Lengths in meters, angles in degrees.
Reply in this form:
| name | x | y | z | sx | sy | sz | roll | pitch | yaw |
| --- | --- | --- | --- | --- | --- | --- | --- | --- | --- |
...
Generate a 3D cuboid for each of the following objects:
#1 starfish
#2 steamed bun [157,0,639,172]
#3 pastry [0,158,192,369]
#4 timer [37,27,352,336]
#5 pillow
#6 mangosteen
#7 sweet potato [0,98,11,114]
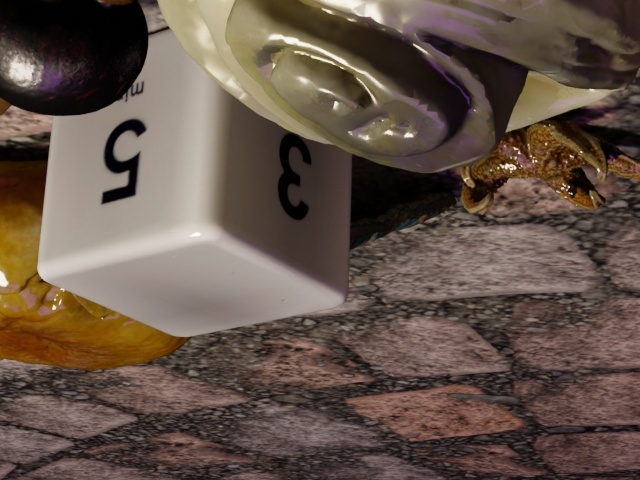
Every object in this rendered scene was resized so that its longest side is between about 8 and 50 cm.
| name | x | y | z | sx | sy | sz | roll | pitch | yaw |
| --- | --- | --- | --- | --- | --- | --- | --- | --- | --- |
| starfish | 0.212 | -0.064 | 1.440 | 0.190 | 0.074 | 0.146 | 1 | 160 | 1 |
| steamed bun | 0.053 | -0.157 | 0.985 | 0.347 | 0.237 | 0.394 | 5 | 157 | -4 |
| pastry | -0.280 | 0.035 | 1.620 | 0.356 | 0.164 | 0.356 | -1 | 160 | 0 |
| timer | -0.099 | -0.047 | 1.349 | 0.194 | 0.195 | 0.192 | -12 | 155 | 33 |
| pillow | -0.001 | 0.000 | 1.531 | 0.189 | 0.034 | 0.255 | -18 | -177 | 32 |
| mangosteen | -0.189 | -0.165 | 1.178 | 0.137 | 0.137 | 0.151 | 8 | 123 | -15 |
| sweet potato | -0.349 | -0.154 | 1.234 | 0.292 | 0.097 | 0.097 | 18 | 154 | -35 |
